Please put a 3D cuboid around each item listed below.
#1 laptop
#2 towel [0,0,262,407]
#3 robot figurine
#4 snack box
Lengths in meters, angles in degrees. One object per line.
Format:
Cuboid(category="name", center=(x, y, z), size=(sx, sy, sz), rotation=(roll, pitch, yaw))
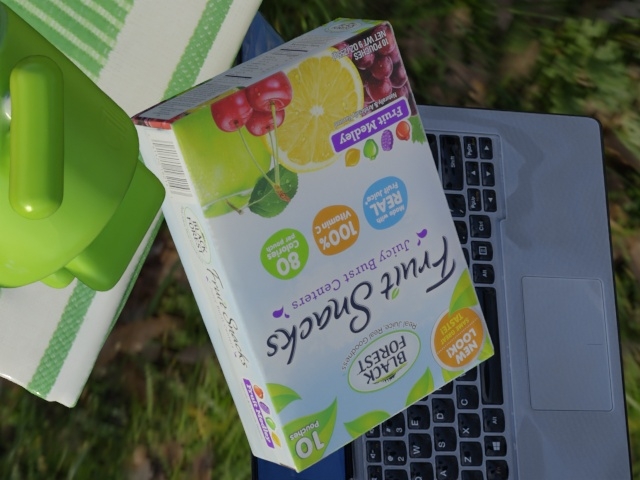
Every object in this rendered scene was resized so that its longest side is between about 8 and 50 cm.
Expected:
Cuboid(category="laptop", center=(0.100, 0.039, 1.440), size=(0.408, 0.236, 0.382), rotation=(3, 75, -19))
Cuboid(category="towel", center=(-0.196, -0.104, 0.731), size=(0.325, 0.038, 0.248), rotation=(25, 98, -6))
Cuboid(category="robot figurine", center=(-0.099, -0.032, 0.538), size=(0.115, 0.101, 0.067), rotation=(43, 66, -33))
Cuboid(category="snack box", center=(0.000, 0.000, 0.693), size=(0.100, 0.037, 0.141), rotation=(-28, 110, -26))
